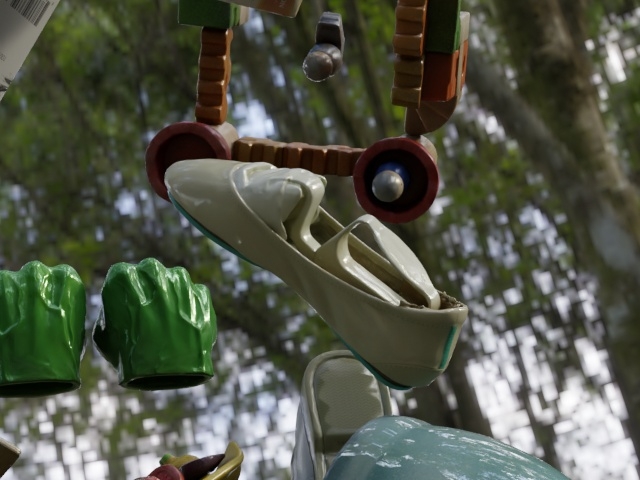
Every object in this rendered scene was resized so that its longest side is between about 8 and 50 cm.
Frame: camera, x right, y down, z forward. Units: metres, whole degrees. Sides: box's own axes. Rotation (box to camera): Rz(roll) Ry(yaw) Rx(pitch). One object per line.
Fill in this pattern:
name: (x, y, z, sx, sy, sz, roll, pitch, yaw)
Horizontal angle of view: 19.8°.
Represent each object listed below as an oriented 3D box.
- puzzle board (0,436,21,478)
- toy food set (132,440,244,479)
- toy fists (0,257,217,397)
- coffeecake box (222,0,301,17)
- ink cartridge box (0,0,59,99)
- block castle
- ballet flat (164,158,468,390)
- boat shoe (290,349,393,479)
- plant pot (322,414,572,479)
puzzle board: (-0.266, 0.128, 1.156, 0.128, 0.011, 0.096, 34, -60, -15)
toy food set: (-0.151, 0.228, 1.597, 0.128, 0.071, 0.218, -51, -12, 29)
toy fists: (-0.251, 0.095, 2.030, 0.279, 0.142, 0.096, -2, -18, -16)
coffeecake box: (-0.109, -0.191, 0.986, 0.185, 0.142, 0.068, 8, -67, -38)
ink cartridge box: (-0.382, -0.229, 1.808, 0.289, 0.121, 0.211, -60, -23, -5)
block castle: (-0.006, -0.252, 1.804, 0.303, 0.213, 0.453, 6, -78, 8)
ballet flat: (0.000, 0.000, 1.273, 0.086, 0.248, 0.086, -47, -15, -17)
boat shoe: (0.027, 0.248, 1.618, 0.113, 0.302, 0.103, 5, -39, -4)
plant pot: (0.127, 0.275, 1.288, 0.196, 0.293, 0.293, 1, -28, 27)
